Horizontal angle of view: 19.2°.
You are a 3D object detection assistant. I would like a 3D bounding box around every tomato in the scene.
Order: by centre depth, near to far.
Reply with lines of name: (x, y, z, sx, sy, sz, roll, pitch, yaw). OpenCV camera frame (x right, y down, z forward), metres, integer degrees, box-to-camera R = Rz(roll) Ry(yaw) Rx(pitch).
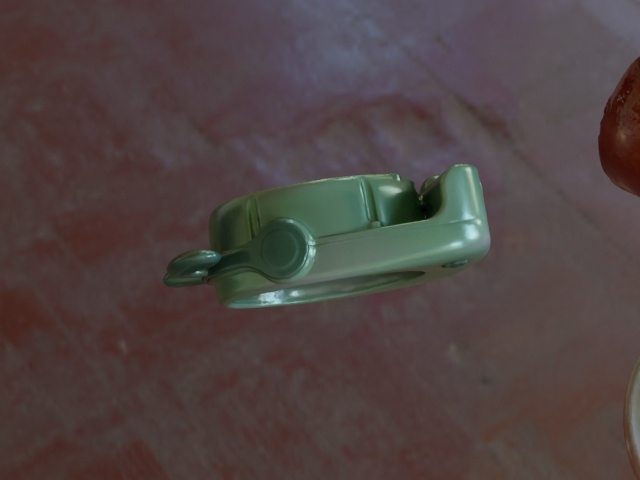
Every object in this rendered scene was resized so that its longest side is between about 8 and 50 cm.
tomato: (0.292, -0.088, 1.321, 0.189, 0.173, 0.099, -35, 55, -5)

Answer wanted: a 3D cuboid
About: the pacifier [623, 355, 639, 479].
pacifier: (0.409, 0.132, 1.547, 0.332, 0.273, 0.220, -24, 31, -20)

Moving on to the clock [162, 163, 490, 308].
clock: (0.000, 0.001, 1.107, 0.188, 0.148, 0.060, -8, 84, -11)
